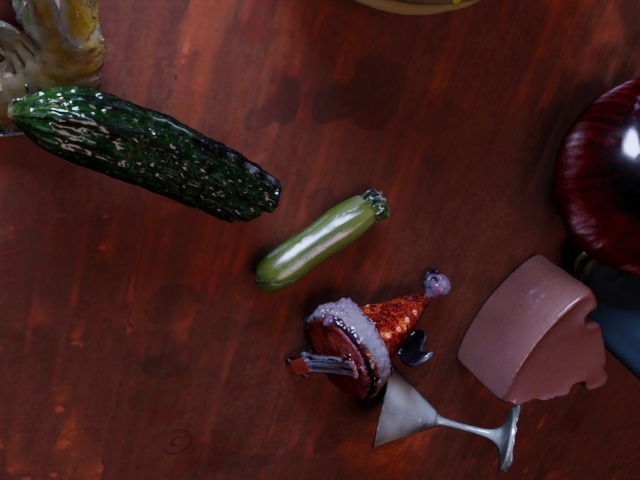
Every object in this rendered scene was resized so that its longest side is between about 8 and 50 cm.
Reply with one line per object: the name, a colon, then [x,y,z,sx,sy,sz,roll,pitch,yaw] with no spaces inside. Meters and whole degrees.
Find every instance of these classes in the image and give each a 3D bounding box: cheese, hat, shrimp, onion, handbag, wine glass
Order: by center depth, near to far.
shrimp: [-0.269,-0.197,0.551,0.173,0.058,0.253,-15,126,-9]
onion: [0.439,-0.085,0.839,0.273,0.285,0.272,2,78,-11]
hat: [0.082,0.109,0.880,0.228,0.128,0.140,-30,170,-30]
wine glass: [0.169,0.246,0.922,0.183,0.122,0.122,12,117,13]
cheese: [0.329,0.123,0.984,0.203,0.128,0.176,-3,118,-24]
handbag: [0.530,0.098,0.986,0.263,0.241,0.222,-27,136,-11]

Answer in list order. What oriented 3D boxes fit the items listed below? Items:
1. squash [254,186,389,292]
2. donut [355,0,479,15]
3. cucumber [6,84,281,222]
squash: [0.000,0.000,0.796,0.183,0.052,0.052,-36,127,-7]
donut: [0.139,-0.375,0.585,0.308,0.150,0.370,8,112,-23]
cucumber: [-0.151,-0.081,0.635,0.265,0.077,0.077,24,104,-47]
